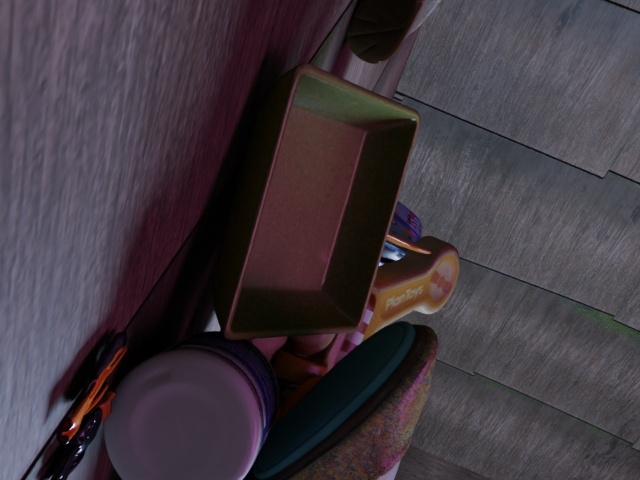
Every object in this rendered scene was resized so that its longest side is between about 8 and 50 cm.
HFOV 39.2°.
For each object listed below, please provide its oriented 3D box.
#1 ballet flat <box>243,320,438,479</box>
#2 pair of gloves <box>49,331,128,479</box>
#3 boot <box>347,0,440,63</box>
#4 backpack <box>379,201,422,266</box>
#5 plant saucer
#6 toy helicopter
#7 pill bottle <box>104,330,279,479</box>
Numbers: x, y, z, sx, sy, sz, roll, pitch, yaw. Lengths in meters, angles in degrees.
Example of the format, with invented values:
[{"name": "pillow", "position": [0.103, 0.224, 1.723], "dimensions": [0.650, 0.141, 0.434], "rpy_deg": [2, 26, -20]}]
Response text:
[{"name": "ballet flat", "position": [-0.027, 0.199, 0.675], "dimensions": [0.348, 0.123, 0.123], "rpy_deg": [-40, -178, 11]}, {"name": "pair of gloves", "position": [-0.122, 0.090, 0.470], "dimensions": [0.074, 0.010, 0.083], "rpy_deg": [-65, 180, -54]}, {"name": "boot", "position": [0.111, -0.295, 0.974], "dimensions": [0.213, 0.077, 0.165], "rpy_deg": [-54, -178, 21]}, {"name": "backpack", "position": [0.044, -0.020, 1.048], "dimensions": [0.158, 0.173, 0.117], "rpy_deg": [102, 11, -70]}, {"name": "plant saucer", "position": [-0.008, -0.025, 0.667], "dimensions": [0.188, 0.045, 0.188], "rpy_deg": [6, 101, -59]}, {"name": "toy helicopter", "position": [0.033, 0.048, 0.861], "dimensions": [0.355, 0.140, 0.235], "rpy_deg": [-18, 120, -50]}, {"name": "pill bottle", "position": [-0.077, 0.111, 0.607], "dimensions": [0.169, 0.094, 0.094], "rpy_deg": [-13, 126, -86]}]
